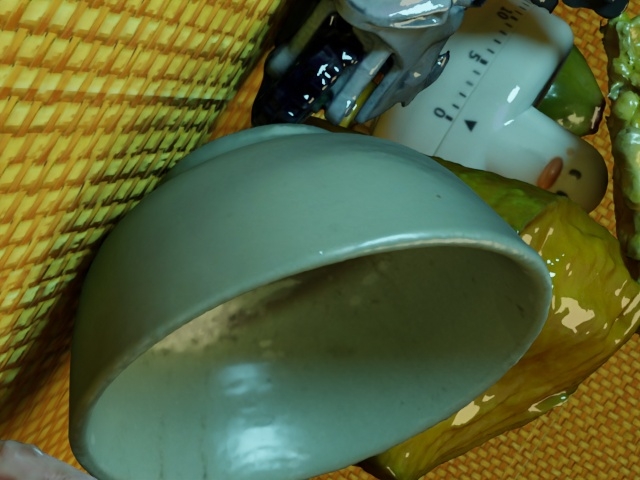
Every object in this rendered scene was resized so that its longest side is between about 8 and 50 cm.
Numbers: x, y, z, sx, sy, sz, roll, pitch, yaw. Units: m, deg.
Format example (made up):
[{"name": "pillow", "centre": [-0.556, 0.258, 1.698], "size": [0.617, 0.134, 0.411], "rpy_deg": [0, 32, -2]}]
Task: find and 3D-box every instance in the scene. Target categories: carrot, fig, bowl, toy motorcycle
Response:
[{"name": "carrot", "centre": [0.048, 0.048, 1.192], "size": [0.241, 0.341, 0.241], "rpy_deg": [-54, 156, -37]}, {"name": "fig", "centre": [0.189, -0.142, 1.694], "size": [0.203, 0.225, 0.203], "rpy_deg": [-41, 141, -44]}, {"name": "bowl", "centre": [-0.023, 0.025, 0.964], "size": [0.289, 0.146, 0.289], "rpy_deg": [-16, 150, -9]}, {"name": "toy motorcycle", "centre": [0.052, -0.160, 1.037], "size": [0.270, 0.106, 0.159], "rpy_deg": [-45, 173, -46]}]

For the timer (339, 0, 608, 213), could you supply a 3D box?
[{"name": "timer", "centre": [0.156, -0.106, 1.487], "size": [0.233, 0.240, 0.233], "rpy_deg": [-56, 174, -10]}]

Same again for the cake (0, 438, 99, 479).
[{"name": "cake", "centre": [-0.154, 0.312, 0.965], "size": [0.314, 0.293, 0.307], "rpy_deg": [-60, 170, -17]}]

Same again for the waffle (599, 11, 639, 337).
[{"name": "waffle", "centre": [0.269, -0.050, 1.352], "size": [0.301, 0.058, 0.281], "rpy_deg": [-61, 143, -71]}]

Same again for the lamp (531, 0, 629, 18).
[{"name": "lamp", "centre": [0.198, -0.273, 1.316], "size": [0.227, 0.172, 0.147], "rpy_deg": [-60, 175, 12]}]
